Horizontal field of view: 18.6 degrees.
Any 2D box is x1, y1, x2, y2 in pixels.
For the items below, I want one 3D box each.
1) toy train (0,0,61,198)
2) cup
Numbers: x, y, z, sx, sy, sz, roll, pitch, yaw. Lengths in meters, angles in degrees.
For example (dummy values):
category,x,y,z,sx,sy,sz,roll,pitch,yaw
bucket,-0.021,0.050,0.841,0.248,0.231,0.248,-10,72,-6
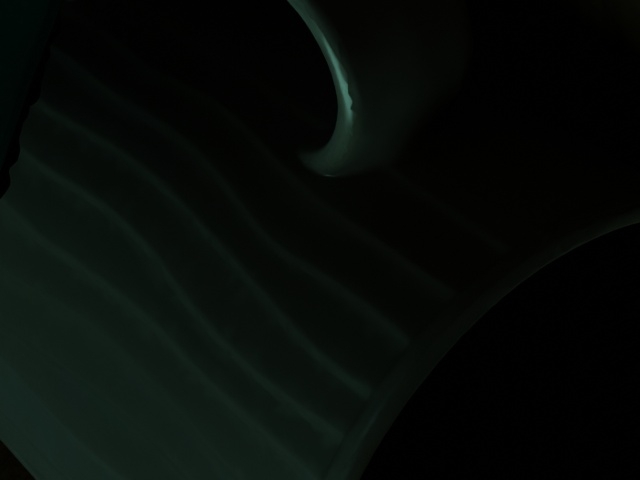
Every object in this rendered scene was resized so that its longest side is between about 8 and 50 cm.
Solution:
category,x,y,z,sx,sy,sz,roll,pitch,yaw
toy train,-0.166,-0.060,0.520,0.163,0.112,0.203,21,-179,-36
cup,-0.012,0.015,0.606,0.273,0.208,0.288,38,178,43
